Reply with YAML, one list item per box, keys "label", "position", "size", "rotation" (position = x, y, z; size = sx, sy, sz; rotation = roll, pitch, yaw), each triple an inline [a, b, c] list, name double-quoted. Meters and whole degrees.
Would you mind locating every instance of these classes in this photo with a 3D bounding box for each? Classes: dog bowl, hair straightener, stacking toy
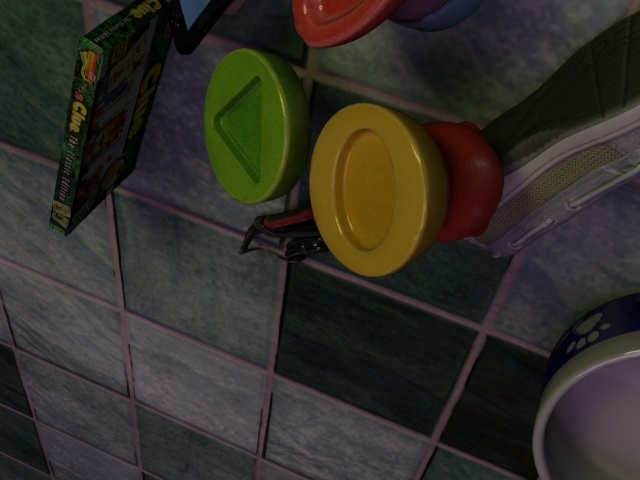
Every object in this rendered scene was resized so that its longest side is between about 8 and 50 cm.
- label: "dog bowl"
  position: [0.345, 0.183, 0.677]
  size: [0.264, 0.104, 0.265]
  rotation: [10, 121, 18]
- label: "hair straightener"
  position: [0.000, 0.000, 0.778]
  size: [0.230, 0.047, 0.089]
  rotation: [-15, 120, 37]
- label: "stacking toy"
  position: [0.029, -0.148, 0.565]
  size: [0.279, 0.130, 0.309]
  rotation: [17, 110, 50]

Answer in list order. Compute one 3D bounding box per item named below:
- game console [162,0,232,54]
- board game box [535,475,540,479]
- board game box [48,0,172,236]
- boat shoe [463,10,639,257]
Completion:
- label: "game console"
  position: [-0.129, -0.238, 0.571]
  size: [0.144, 0.085, 0.124]
  rotation: [-30, 73, 51]
- label: "board game box"
  position: [0.443, 0.410, 0.902]
  size: [0.389, 0.050, 0.390]
  rotation: [20, 135, 11]
- label: "board game box"
  position: [-0.213, -0.126, 0.719]
  size: [0.030, 0.136, 0.260]
  rotation: [30, 137, -3]
- label: "boat shoe"
  position: [0.216, -0.075, 0.554]
  size: [0.103, 0.118, 0.320]
  rotation: [34, 141, -15]
